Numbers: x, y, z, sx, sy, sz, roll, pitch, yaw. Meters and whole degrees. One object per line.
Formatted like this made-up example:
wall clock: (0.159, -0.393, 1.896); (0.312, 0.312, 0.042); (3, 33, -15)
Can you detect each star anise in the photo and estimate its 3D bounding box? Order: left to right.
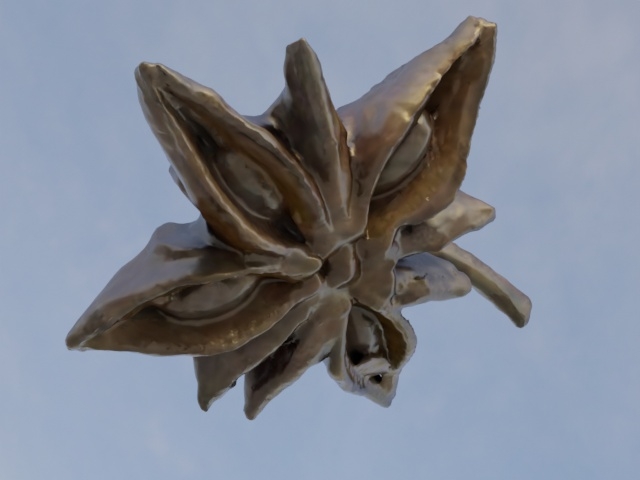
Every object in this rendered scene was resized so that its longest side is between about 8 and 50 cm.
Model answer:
star anise: (0.001, -0.001, 0.890); (0.349, 0.109, 0.292); (-14, -46, -25)
